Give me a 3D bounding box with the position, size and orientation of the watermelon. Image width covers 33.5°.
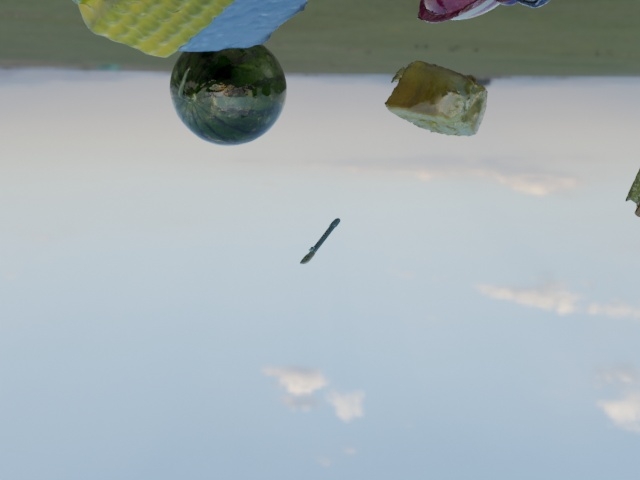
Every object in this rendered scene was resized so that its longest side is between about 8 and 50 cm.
[{"bbox_3d":[-0.159,-0.245,1.745,0.188,0.188,0.215,7,-157,35],"label":"watermelon"}]

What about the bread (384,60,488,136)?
[{"bbox_3d":[0.188,-0.221,1.649,0.156,0.103,0.110,16,-179,-6],"label":"bread"}]

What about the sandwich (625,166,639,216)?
[{"bbox_3d":[0.488,-0.125,1.313,0.258,0.096,0.094,-26,-173,15],"label":"sandwich"}]

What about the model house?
[{"bbox_3d":[-0.172,-0.369,1.404,0.303,0.215,0.237,-20,175,-42],"label":"model house"}]

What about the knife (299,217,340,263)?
[{"bbox_3d":[0.000,0.000,1.620,0.096,0.010,0.027,-51,-161,-22],"label":"knife"}]

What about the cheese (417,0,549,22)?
[{"bbox_3d":[0.101,-0.158,0.609,0.038,0.095,0.145,40,-179,-26],"label":"cheese"}]
